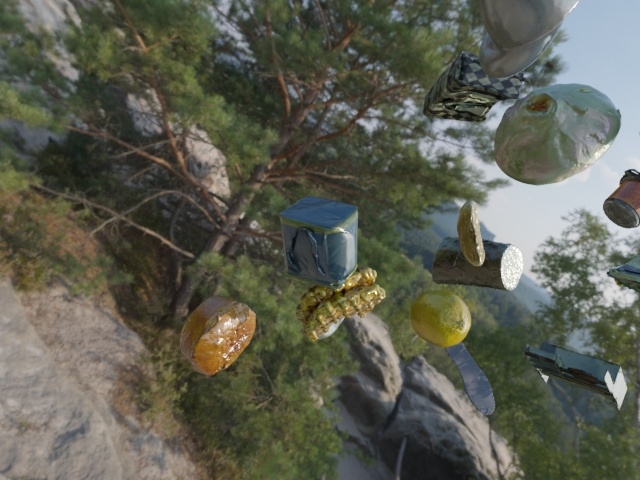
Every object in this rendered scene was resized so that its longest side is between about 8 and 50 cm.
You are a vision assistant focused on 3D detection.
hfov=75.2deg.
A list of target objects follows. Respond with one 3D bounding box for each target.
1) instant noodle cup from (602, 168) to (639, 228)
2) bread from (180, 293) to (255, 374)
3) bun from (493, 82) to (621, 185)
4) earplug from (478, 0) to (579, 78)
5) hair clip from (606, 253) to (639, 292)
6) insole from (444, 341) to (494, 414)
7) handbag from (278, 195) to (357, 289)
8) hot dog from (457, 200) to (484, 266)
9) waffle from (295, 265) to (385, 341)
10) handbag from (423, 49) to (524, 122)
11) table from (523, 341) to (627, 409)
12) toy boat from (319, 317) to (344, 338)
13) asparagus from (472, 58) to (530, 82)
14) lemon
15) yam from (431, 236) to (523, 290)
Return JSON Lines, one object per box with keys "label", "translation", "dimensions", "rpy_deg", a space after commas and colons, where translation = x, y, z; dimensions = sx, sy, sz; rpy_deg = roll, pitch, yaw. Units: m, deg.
{"label": "instant noodle cup", "translation": [1.044, -0.120, 1.391], "dimensions": [0.208, 0.126, 0.177], "rpy_deg": [52, -2, 5]}
{"label": "bread", "translation": [-0.381, 0.353, 1.554], "dimensions": [0.173, 0.311, 0.312], "rpy_deg": [28, 6, 25]}
{"label": "bun", "translation": [0.565, -0.290, 1.047], "dimensions": [0.187, 0.293, 0.293], "rpy_deg": [41, 9, -30]}
{"label": "earplug", "translation": [0.398, -0.460, 0.835], "dimensions": [0.175, 0.214, 0.325], "rpy_deg": [25, 8, 12]}
{"label": "hair clip", "translation": [0.880, 0.061, 1.069], "dimensions": [0.138, 0.322, 0.091], "rpy_deg": [26, -42, 57]}
{"label": "insole", "translation": [0.598, 0.532, 1.682], "dimensions": [0.348, 0.119, 0.009], "rpy_deg": [62, -24, 13]}
{"label": "handbag", "translation": [0.000, 0.000, 1.411], "dimensions": [0.263, 0.240, 0.222], "rpy_deg": [14, 35, 25]}
{"label": "hot dog", "translation": [0.540, -0.024, 1.509], "dimensions": [0.084, 0.074, 0.242], "rpy_deg": [-34, 113, -58]}
{"label": "waffle", "translation": [0.071, 0.225, 1.520], "dimensions": [0.325, 0.261, 0.151], "rpy_deg": [-21, 60, -28]}
{"label": "handbag", "translation": [0.681, -0.662, 1.879], "dimensions": [0.317, 0.179, 0.416], "rpy_deg": [13, -4, -4]}
{"label": "table", "translation": [0.522, 0.264, 0.851], "dimensions": [0.146, 0.062, 0.175], "rpy_deg": [11, -29, 49]}
{"label": "toy boat", "translation": [0.041, 0.326, 1.722], "dimensions": [0.085, 0.078, 0.260], "rpy_deg": [0, 23, 27]}
{"label": "asparagus", "translation": [0.502, -0.472, 1.155], "dimensions": [0.166, 0.013, 0.016], "rpy_deg": [25, 16, 7]}
{"label": "lemon", "translation": [0.379, 0.243, 1.301], "dimensions": [0.178, 0.178, 0.203], "rpy_deg": [34, -11, -22]}
{"label": "yam", "translation": [0.670, 0.103, 1.811], "dimensions": [0.349, 0.240, 0.241], "rpy_deg": [4, -16, 43]}
